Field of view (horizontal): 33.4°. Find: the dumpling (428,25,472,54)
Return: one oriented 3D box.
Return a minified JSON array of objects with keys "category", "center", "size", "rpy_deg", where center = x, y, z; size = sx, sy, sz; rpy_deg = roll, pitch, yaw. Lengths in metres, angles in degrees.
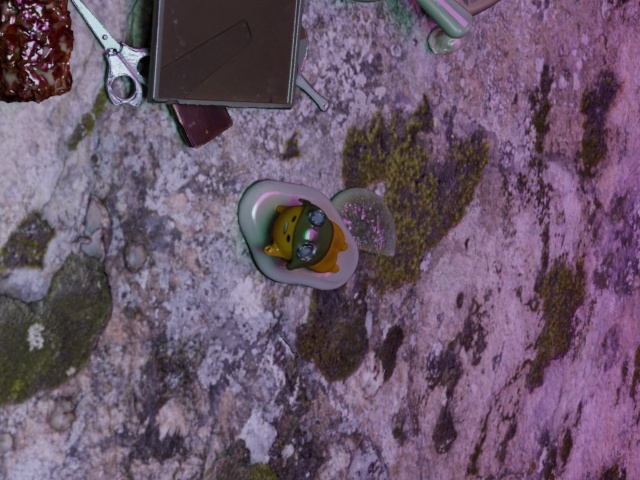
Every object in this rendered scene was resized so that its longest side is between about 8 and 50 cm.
[{"category":"dumpling","center":[0.237,-0.374,1.961],"size":[0.057,0.076,0.052],"rpy_deg":[62,13,-4]}]

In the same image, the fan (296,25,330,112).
[{"category":"fan","center":[-0.051,-0.275,1.714],"size":[0.227,0.008,0.152],"rpy_deg":[38,77,-44]}]

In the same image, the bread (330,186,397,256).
[{"category":"bread","center":[0.074,-0.036,1.857],"size":[0.193,0.036,0.112],"rpy_deg":[12,85,-44]}]

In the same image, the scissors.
[{"category":"scissors","center":[-0.293,-0.274,1.481],"size":[0.100,0.015,0.189],"rpy_deg":[-43,119,-13]}]

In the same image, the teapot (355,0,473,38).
[{"category":"teapot","center":[0.129,-0.479,1.779],"size":[0.318,0.149,0.219],"rpy_deg":[11,88,-43]}]

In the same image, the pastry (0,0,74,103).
[{"category":"pastry","center":[-0.375,-0.277,1.357],"size":[0.115,0.097,0.208],"rpy_deg":[-6,97,-54]}]

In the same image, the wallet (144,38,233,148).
[{"category":"wallet","center":[-0.196,-0.230,1.580],"size":[0.095,0.026,0.176],"rpy_deg":[-42,121,-37]}]

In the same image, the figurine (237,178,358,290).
[{"category":"figurine","center":[0.000,0.000,1.695],"size":[0.250,0.141,0.166],"rpy_deg":[26,81,-34]}]

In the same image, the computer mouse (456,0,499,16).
[{"category":"computer mouse","center":[0.278,-0.493,1.967],"size":[0.236,0.082,0.145],"rpy_deg":[-36,119,-33]}]

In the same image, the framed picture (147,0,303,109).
[{"category":"framed picture","center":[-0.133,-0.302,1.587],"size":[0.290,0.020,0.211],"rpy_deg":[-6,104,-48]}]
